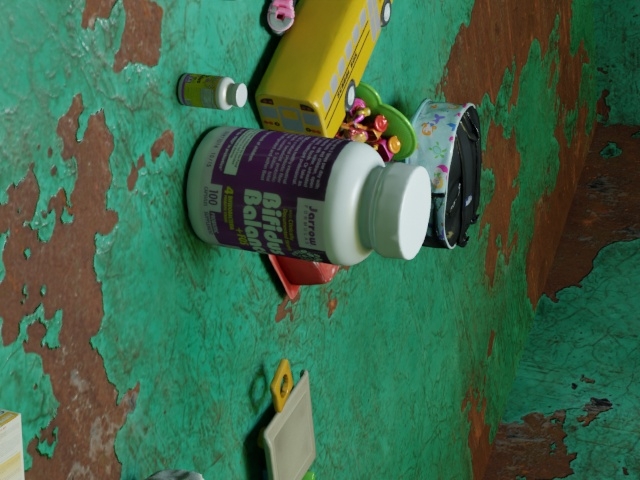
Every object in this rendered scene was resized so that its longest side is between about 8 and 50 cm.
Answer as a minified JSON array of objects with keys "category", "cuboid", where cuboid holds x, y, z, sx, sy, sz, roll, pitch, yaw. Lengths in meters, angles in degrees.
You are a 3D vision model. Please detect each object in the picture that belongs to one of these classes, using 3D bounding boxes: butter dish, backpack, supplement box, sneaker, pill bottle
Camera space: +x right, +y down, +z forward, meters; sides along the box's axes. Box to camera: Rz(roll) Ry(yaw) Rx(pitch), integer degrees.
[{"category":"butter dish","cuboid":[0.000,0.000,1.977,0.160,0.118,0.160,67,37,-53]},{"category":"backpack","cuboid":[0.211,-0.139,2.346,0.225,0.191,0.253,-54,153,-54]},{"category":"supplement box","cuboid":[-0.346,0.235,1.321,0.062,0.036,0.098,-33,129,-61]},{"category":"sneaker","cuboid":[-0.053,-0.353,1.832,0.057,0.047,0.119,102,3,-75]},{"category":"pill bottle","cuboid":[-0.138,-0.191,1.611,0.043,0.083,0.043,9,90,-69]},{"category":"pill bottle","cuboid":[-0.013,-0.056,1.677,0.169,0.302,0.169,8,90,-68]}]

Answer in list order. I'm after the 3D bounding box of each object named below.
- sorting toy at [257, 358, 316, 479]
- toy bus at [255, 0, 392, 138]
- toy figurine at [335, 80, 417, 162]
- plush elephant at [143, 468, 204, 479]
[{"category":"sorting toy","cuboid":[-0.060,0.333,2.054,0.196,0.047,0.347,-57,149,-54]},{"category":"toy bus","cuboid":[0.012,-0.301,1.897,0.130,0.108,0.332,73,33,-54]},{"category":"toy figurine","cuboid":[0.061,-0.155,2.107,0.159,0.130,0.173,-54,124,-33]},{"category":"plush elephant","cuboid":[-0.191,0.422,1.533,0.272,0.255,0.330,-19,124,-55]}]
